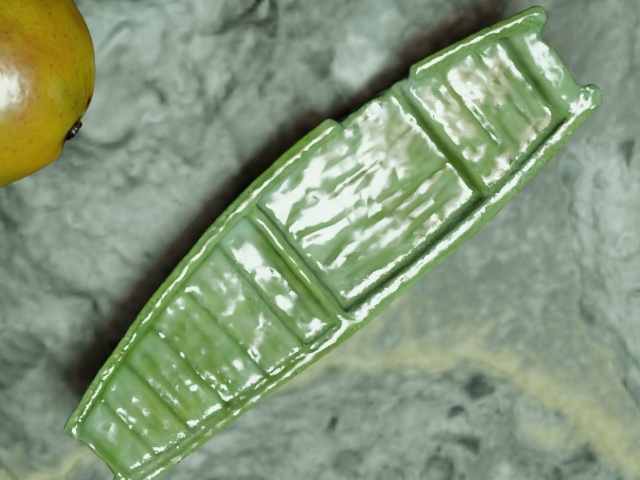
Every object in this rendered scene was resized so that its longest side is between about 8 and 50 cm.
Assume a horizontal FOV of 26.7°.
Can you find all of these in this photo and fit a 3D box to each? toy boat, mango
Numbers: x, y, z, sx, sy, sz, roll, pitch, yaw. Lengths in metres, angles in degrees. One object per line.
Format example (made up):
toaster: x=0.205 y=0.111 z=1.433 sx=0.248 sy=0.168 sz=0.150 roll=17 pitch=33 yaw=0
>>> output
toy boat: x=0.000 y=0.000 z=0.643 sx=0.293 sy=0.055 sz=0.093 roll=-41 pitch=111 yaw=-3
mango: x=-0.176 y=-0.069 z=0.563 sx=0.163 sy=0.089 sz=0.111 roll=-12 pitch=95 yaw=-2
